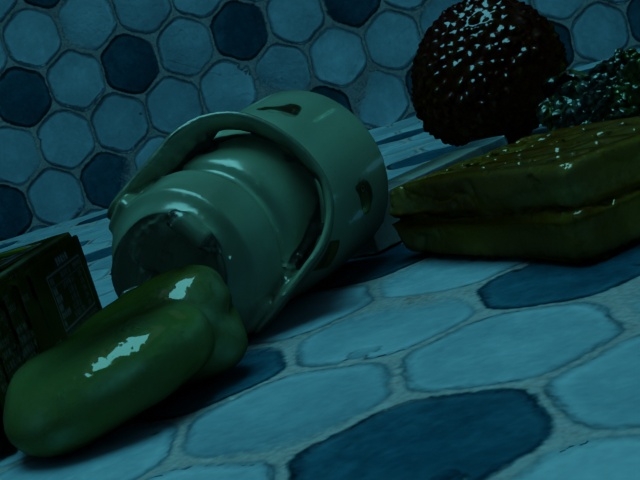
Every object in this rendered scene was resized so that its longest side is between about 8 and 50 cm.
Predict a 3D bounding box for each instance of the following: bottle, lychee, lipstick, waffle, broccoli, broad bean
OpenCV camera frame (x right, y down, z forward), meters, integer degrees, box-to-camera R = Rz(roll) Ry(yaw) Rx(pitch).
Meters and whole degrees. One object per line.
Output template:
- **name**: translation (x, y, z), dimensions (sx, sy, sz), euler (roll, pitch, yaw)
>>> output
- **bottle**: translation (-0.082, -0.025, 1.167), dimensions (0.229, 0.229, 0.352), euler (-12, 14, 30)
- **lychee**: translation (0.293, -0.290, 1.984), dimensions (0.276, 0.275, 0.304), euler (-7, 38, 48)
- **lipstick**: translation (0.138, -0.060, 1.445), dimensions (0.066, 0.068, 0.317), euler (-8, 13, 44)
- **waffle**: translation (0.232, -0.054, 1.140), dimensions (0.224, 0.098, 0.328), euler (-19, 9, -25)
- **broccoli**: translation (0.416, -0.157, 1.408), dimensions (0.304, 0.145, 0.165), euler (-10, -6, -31)
- **broad bean**: translation (-0.162, 0.098, 0.937), dimensions (0.169, 0.100, 0.228), euler (-20, 7, 36)

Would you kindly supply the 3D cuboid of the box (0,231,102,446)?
- **box**: translation (-0.441, 0.132, 1.124), dimensions (0.373, 0.138, 0.420), euler (-16, 8, 4)
